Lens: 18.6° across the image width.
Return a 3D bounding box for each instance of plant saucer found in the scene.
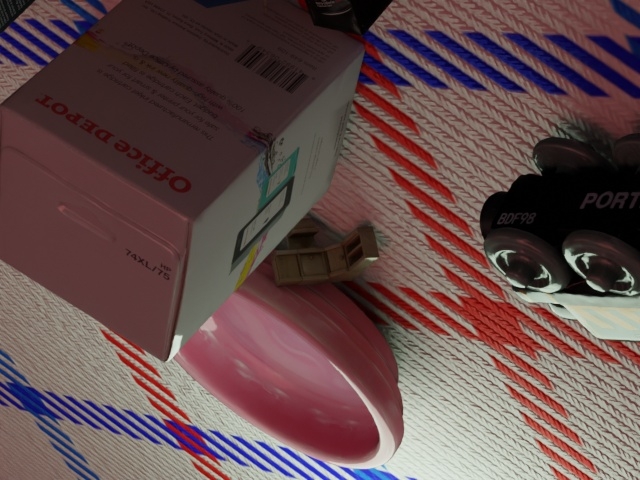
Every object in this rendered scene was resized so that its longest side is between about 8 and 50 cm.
[{"bbox_3d":[-0.043,0.110,2.079,0.332,0.084,0.332,29,155,15],"label":"plant saucer"}]

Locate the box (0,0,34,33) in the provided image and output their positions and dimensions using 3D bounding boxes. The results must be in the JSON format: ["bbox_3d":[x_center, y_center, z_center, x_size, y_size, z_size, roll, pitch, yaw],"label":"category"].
[{"bbox_3d":[-0.393,-0.244,1.920,0.156,0.158,0.093,21,146,28],"label":"box"}]

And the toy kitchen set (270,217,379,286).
[{"bbox_3d":[0.000,0.000,1.918,0.075,0.083,0.068,138,124,-61],"label":"toy kitchen set"}]

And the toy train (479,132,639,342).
[{"bbox_3d":[0.279,0.012,1.553,0.334,0.142,0.190,-1,142,50],"label":"toy train"}]

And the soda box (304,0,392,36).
[{"bbox_3d":[0.006,-0.247,1.563,0.053,0.060,0.169,17,145,36],"label":"soda box"}]

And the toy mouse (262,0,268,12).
[{"bbox_3d":[-0.060,-0.257,1.653,0.161,0.031,0.143,13,142,39],"label":"toy mouse"}]

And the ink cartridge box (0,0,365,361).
[{"bbox_3d":[-0.126,-0.078,1.707,0.198,0.270,0.197,31,141,14],"label":"ink cartridge box"}]
